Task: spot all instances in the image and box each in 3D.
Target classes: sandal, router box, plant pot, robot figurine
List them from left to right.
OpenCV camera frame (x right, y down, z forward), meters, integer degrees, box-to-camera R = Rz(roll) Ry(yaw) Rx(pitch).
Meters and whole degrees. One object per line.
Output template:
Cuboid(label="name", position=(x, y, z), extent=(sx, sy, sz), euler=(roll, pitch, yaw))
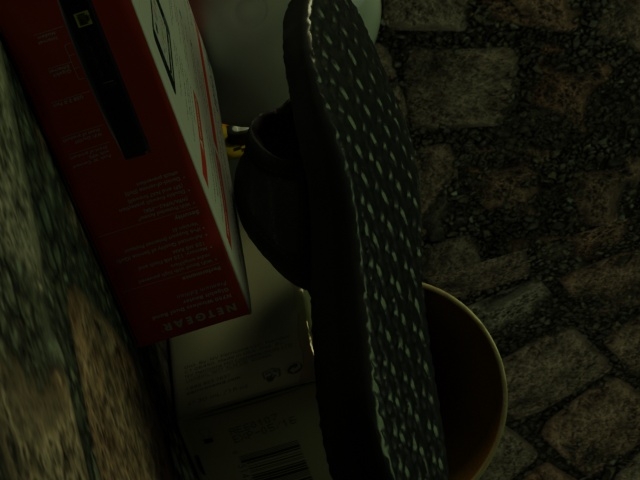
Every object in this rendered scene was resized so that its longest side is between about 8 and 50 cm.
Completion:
Cuboid(label="router box", position=(-0.140, -0.147, 1.267), extent=(0.335, 0.082, 0.301), euler=(-103, 175, -55))
Cuboid(label="robot figurine", position=(-0.075, -0.242, 1.587), extent=(0.300, 0.200, 0.353), euler=(-51, -125, 44))
Cuboid(label="sandal", position=(-0.001, 0.000, 1.289), extent=(0.167, 0.107, 0.445), euler=(50, 29, -48))
Cuboid(label="plant pot", position=(0.041, 0.147, 1.909), extent=(0.254, 0.237, 0.237), euler=(-165, -123, -78))

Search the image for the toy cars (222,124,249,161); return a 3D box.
Cuboid(label="toy cars", position=(-0.121, -0.167, 1.807), extent=(0.176, 0.087, 0.393), euler=(78, -6, -68))

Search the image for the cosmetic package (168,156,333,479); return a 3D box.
Cuboid(label="cosmetic package", position=(-0.047, 0.083, 1.451), extent=(0.309, 0.113, 0.160), euler=(-101, 174, -54))
